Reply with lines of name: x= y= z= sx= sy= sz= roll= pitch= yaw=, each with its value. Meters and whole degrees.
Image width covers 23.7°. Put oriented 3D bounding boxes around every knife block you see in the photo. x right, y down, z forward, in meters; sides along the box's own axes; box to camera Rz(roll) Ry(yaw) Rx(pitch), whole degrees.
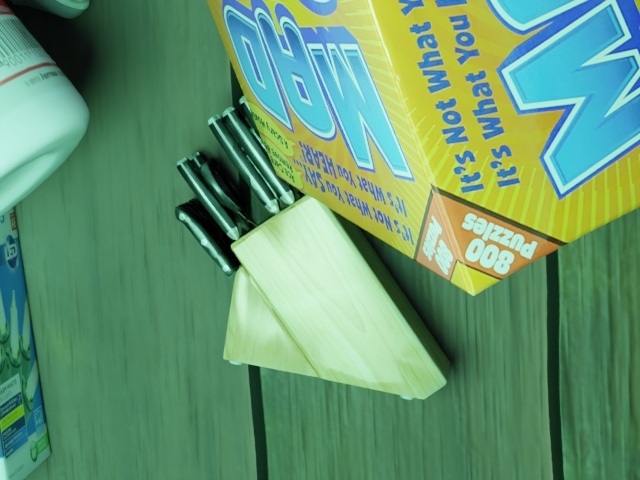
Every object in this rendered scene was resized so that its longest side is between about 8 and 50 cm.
knife block: x=0.000 y=0.000 z=1.391 sx=0.275 sy=0.088 sz=0.242 roll=11 pitch=100 yaw=6

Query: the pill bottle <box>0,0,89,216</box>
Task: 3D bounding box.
pill bottle: x=-0.394 y=-0.185 z=1.226 sx=0.229 sy=0.229 sz=0.408 roll=-39 pitch=90 yaw=10

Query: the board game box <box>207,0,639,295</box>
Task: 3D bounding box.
board game box: x=0.122 y=-0.237 z=1.072 sx=0.356 sy=0.356 sz=0.356 roll=-27 pitch=113 yaw=-14

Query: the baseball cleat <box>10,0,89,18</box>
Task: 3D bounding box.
baseball cleat: x=-0.314 y=-0.244 z=1.414 sx=0.206 sy=0.072 sz=0.109 roll=34 pitch=116 yaw=3

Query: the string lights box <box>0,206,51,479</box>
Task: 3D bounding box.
string lights box: x=-0.323 y=0.095 z=1.420 sx=0.076 sy=0.133 sz=0.260 roll=-6 pitch=98 yaw=8
